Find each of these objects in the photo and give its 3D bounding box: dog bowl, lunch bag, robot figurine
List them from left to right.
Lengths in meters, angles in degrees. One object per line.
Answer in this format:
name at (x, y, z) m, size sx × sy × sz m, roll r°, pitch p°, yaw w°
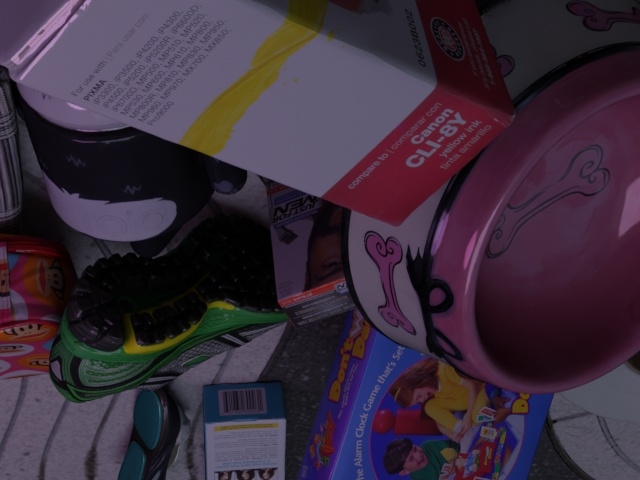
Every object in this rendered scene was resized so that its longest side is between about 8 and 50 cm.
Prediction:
lunch bag at (-0.394, 0.089, 1.679) m, size 0.293 × 0.120 × 0.258 m, roll -4°, pitch 161°, yaw -3°
robot figurine at (-0.183, -0.113, 1.479) m, size 0.209 × 0.173 × 0.278 m, roll -10°, pitch 139°, yaw -2°
dog bowl at (0.226, -0.032, 1.513) m, size 0.408 × 0.150 × 0.408 m, roll -21°, pitch 131°, yaw -26°

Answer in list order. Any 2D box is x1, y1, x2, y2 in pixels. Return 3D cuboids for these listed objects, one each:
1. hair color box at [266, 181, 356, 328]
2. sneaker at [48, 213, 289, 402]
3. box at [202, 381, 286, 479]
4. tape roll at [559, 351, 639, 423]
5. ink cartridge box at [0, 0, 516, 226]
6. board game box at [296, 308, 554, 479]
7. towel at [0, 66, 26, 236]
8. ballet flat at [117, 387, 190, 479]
hair color box at (0.000, 0.000, 1.631) m, size 0.093 × 0.167 × 0.053 m, roll -20°, pitch 137°, yaw 12°
sneaker at (-0.145, 0.071, 1.648) m, size 0.343 × 0.134 × 0.146 m, roll -13°, pitch 150°, yaw -46°
box at (-0.096, 0.275, 2.004) m, size 0.100 × 0.060 × 0.244 m, roll -2°, pitch 138°, yaw -5°
tape roll at (0.440, 0.075, 1.857) m, size 0.392 × 0.072 × 0.392 m, roll -4°, pitch 138°, yaw -3°
ink cartridge box at (-0.059, -0.209, 1.273) m, size 0.384 × 0.279 × 0.160 m, roll 19°, pitch 133°, yaw -37°
board game box at (0.140, 0.128, 1.715) m, size 0.233 × 0.078 × 0.347 m, roll 16°, pitch 94°, yaw -24°
towel at (-0.450, -0.069, 1.524) m, size 0.324 × 0.056 × 0.312 m, roll 1°, pitch 152°, yaw -8°
ballet flat at (-0.199, 0.240, 1.953) m, size 0.074 × 0.074 × 0.203 m, roll 7°, pitch 130°, yaw -16°
